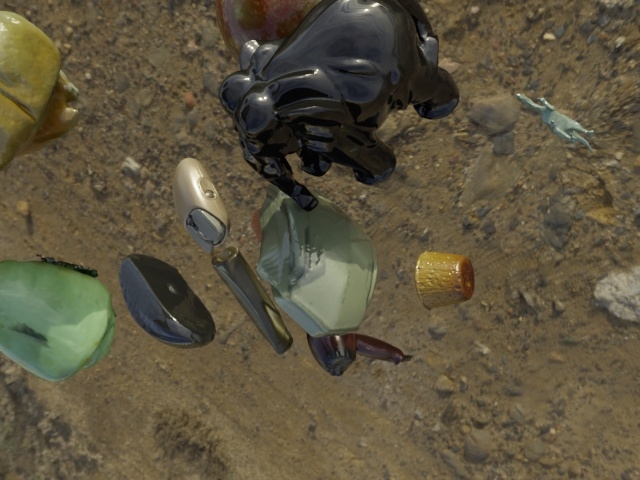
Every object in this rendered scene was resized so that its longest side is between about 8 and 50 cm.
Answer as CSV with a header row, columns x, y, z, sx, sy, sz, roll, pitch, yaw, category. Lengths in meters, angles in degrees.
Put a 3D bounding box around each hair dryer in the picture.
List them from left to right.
x,y,z,sx,sy,sz,roll,pitch,yaw,category
0.112,0.263,1.165,0.341,0.312,0.123,22,115,-22,hair dryer

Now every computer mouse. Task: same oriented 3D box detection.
x,y,z,sx,sy,sz,roll,pitch,yaw,category
-0.313,0.132,0.821,0.270,0.138,0.086,42,98,33,computer mouse
-0.303,-0.089,1.014,0.145,0.082,0.236,-42,70,49,computer mouse
0.002,-0.004,0.785,0.228,0.429,0.145,27,116,-26,computer mouse

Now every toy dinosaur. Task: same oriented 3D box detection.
x,y,z,sx,sy,sz,roll,pitch,yaw,category
0.625,-0.297,1.067,0.053,0.242,0.167,-57,36,25,toy dinosaur

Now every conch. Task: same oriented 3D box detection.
x,y,z,sx,sy,sz,roll,pitch,yaw,category
-0.407,0.101,0.609,0.144,0.137,0.250,-25,116,3,conch

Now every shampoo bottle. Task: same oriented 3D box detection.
x,y,z,sx,sy,sz,roll,pitch,yaw,category
-0.186,0.181,1.190,0.350,0.084,0.126,61,164,-22,shampoo bottle

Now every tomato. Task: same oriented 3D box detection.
x,y,z,sx,sy,sz,roll,pitch,yaw,category
-0.049,-0.382,0.723,0.270,0.270,0.222,29,117,20,tomato

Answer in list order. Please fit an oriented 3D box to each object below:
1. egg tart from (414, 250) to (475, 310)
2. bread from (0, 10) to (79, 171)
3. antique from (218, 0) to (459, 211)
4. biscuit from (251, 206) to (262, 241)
x,y,z,sx,sy,sz,roll,pitch,yaw,category
0.417,0.133,1.364,0.147,0.203,0.202,-5,100,39,egg tart
-0.470,-0.193,0.409,0.301,0.341,0.210,9,69,22,bread
0.023,-0.205,0.593,0.322,0.255,0.185,-43,59,11,antique
-0.080,0.003,1.174,0.295,0.044,0.186,40,118,20,biscuit
